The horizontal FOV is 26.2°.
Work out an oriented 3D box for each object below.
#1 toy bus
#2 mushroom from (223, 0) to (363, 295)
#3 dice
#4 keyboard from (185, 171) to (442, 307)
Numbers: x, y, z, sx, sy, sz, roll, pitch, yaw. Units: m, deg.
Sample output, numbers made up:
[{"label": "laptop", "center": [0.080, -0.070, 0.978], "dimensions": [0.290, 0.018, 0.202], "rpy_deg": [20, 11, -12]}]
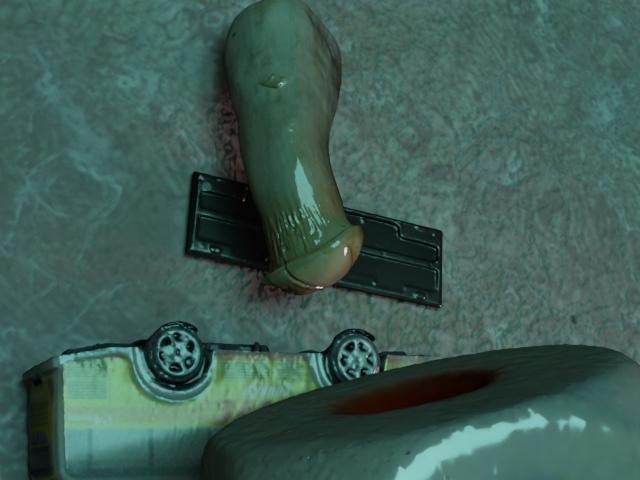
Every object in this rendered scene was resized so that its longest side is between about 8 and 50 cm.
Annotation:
[{"label": "toy bus", "center": [-0.050, 0.112, 0.878], "dimensions": [0.268, 0.092, 0.106], "rpy_deg": [4, 76, -26]}, {"label": "mushroom", "center": [-0.020, -0.068, 0.960], "dimensions": [0.081, 0.092, 0.223], "rpy_deg": [-16, 59, 12]}, {"label": "dice", "center": [0.076, 0.201, 0.739], "dimensions": [0.243, 0.259, 0.251], "rpy_deg": [-13, 91, -17]}, {"label": "keyboard", "center": [0.000, 0.000, 0.996], "dimensions": [0.202, 0.011, 0.067], "rpy_deg": [13, 65, -22]}]
